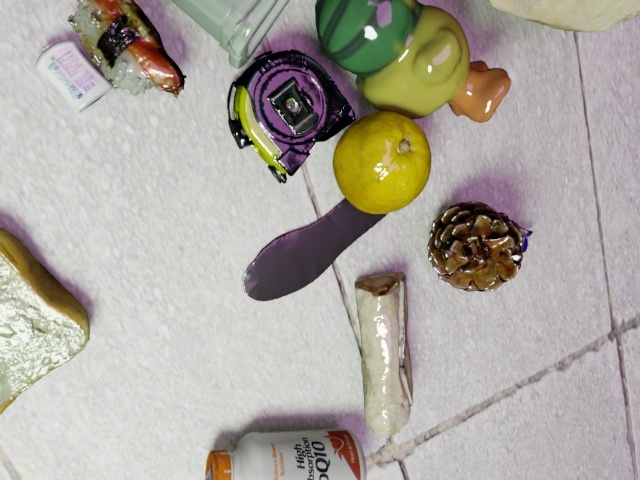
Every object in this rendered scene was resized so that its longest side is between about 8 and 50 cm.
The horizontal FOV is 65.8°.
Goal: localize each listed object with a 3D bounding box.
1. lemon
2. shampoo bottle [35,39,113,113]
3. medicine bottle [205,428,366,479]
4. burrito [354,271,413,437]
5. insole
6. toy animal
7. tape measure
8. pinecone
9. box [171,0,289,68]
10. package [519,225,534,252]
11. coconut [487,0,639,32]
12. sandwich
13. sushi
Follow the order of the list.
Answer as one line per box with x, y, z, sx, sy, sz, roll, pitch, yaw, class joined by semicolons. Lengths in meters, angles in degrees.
0.104;-0.131;0.862;0.170;0.207;0.169;3;73;-11;lemon
-0.376;-0.252;0.747;0.072;0.043;0.099;-41;111;-9;shampoo bottle
-0.069;0.448;0.949;0.289;0.157;0.156;6;99;-21;medicine bottle
0.127;0.220;0.988;0.105;0.143;0.298;-2;99;14;burrito
0.000;0.000;0.958;0.348;0.009;0.119;-38;113;-8;insole
0.134;-0.318;0.840;0.338;0.216;0.191;31;117;-20;toy animal
-0.060;-0.220;0.834;0.199;0.112;0.186;-45;110;-7;tape measure
0.307;0.014;0.966;0.185;0.204;0.179;9;95;-5;pinecone
-0.106;-0.447;0.744;0.183;0.175;0.311;35;89;-14;box
0.414;-0.010;1.093;0.111;0.033;0.077;13;121;-8;package
0.426;-0.558;0.809;0.416;0.345;0.414;-6;105;-22;coconut
-0.509;0.125;0.759;0.226;0.087;0.251;-39;112;-9;sandwich
-0.296;-0.297;0.739;0.103;0.097;0.226;-36;96;-16;sushi
